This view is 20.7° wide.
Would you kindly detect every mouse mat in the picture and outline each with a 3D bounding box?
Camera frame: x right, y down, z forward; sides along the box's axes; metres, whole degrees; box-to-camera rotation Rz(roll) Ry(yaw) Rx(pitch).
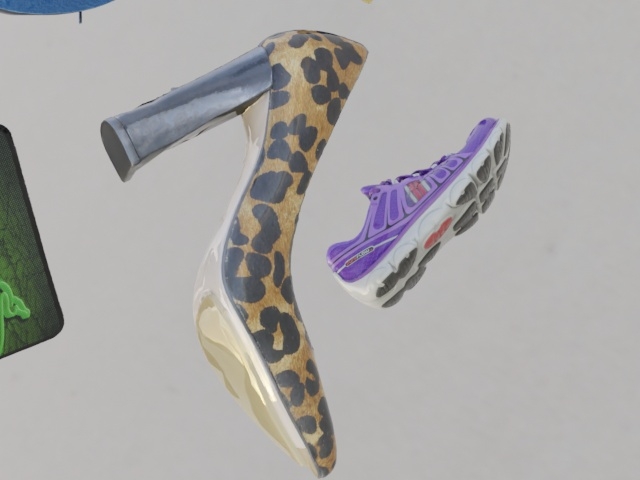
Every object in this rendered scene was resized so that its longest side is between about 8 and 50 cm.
[{"bbox_3d":[-0.260,0.020,1.176,0.007,0.152,0.190,50,157,47],"label":"mouse mat"}]

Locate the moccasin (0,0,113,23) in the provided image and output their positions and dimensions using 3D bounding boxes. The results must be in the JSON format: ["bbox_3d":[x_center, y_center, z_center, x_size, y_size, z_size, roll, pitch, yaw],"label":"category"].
[{"bbox_3d":[-0.223,-0.315,1.876,0.342,0.138,0.117,-21,14,-25],"label":"moccasin"}]

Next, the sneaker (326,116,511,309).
[{"bbox_3d":[0.070,-0.031,1.241,0.170,0.071,0.068,-45,-23,-14],"label":"sneaker"}]

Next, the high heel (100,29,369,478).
[{"bbox_3d":[0.000,0.000,1.099,0.186,0.261,0.093,-27,1,-24],"label":"high heel"}]

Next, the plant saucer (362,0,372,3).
[{"bbox_3d":[0.019,-0.441,1.725,0.333,0.081,0.333,115,150,-75],"label":"plant saucer"}]
